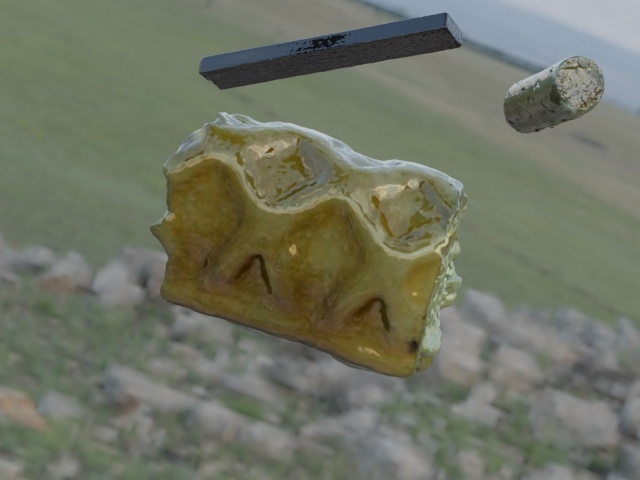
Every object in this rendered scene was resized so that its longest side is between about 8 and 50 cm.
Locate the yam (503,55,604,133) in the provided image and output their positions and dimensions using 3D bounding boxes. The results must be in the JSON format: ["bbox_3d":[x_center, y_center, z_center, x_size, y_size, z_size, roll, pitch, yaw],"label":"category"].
[{"bbox_3d":[0.205,-0.127,1.624,0.054,0.054,0.132,18,-10,-13],"label":"yam"}]

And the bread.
[{"bbox_3d":[-0.001,0.005,1.659,0.252,0.196,0.238,15,-3,13],"label":"bread"}]

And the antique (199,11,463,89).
[{"bbox_3d":[0.006,-0.131,1.288,0.192,0.015,0.031,-7,-25,25],"label":"antique"}]
